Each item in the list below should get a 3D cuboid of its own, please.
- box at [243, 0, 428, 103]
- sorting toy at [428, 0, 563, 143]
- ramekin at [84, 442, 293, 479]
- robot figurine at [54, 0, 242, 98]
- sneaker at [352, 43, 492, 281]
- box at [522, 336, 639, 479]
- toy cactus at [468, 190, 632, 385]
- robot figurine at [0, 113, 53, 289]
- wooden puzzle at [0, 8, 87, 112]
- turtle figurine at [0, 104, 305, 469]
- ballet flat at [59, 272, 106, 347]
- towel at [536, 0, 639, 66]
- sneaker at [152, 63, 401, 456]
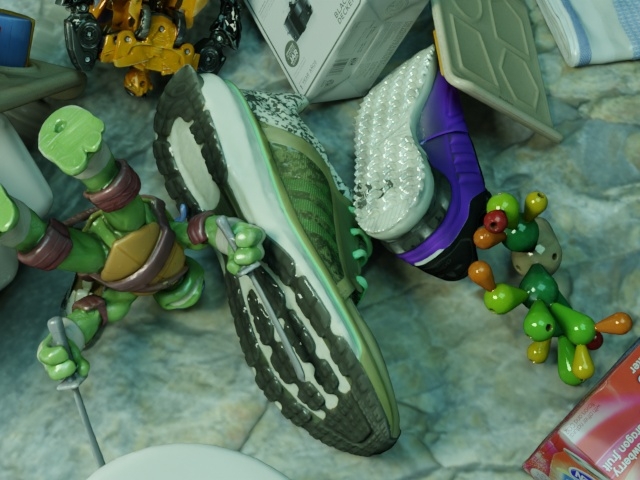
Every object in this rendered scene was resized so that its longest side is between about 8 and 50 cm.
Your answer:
[{"bbox_3d":[-0.017,-0.309,1.167,0.087,0.169,0.290,-13,63,-34],"label":"box"},{"bbox_3d":[0.173,-0.211,1.175,0.193,0.038,0.208,19,50,-44],"label":"sorting toy"},{"bbox_3d":[-0.105,0.290,0.840,0.277,0.135,0.277,12,52,-15],"label":"ramekin"},{"bbox_3d":[-0.161,-0.289,1.112,0.211,0.290,0.085,6,14,-41],"label":"robot figurine"},{"bbox_3d":[0.114,-0.070,1.117,0.146,0.102,0.293,39,37,-26],"label":"sneaker"},{"bbox_3d":[0.323,0.151,1.009,0.257,0.122,0.128,-40,75,-23],"label":"box"},{"bbox_3d":[0.213,0.028,1.050,0.219,0.112,0.180,51,25,-20],"label":"toy cactus"},{"bbox_3d":[-0.404,0.019,0.941,0.353,0.199,0.300,-41,35,-23],"label":"robot figurine"},{"bbox_3d":[-0.397,-0.189,0.980,0.322,0.348,0.080,13,99,0],"label":"wooden puzzle"},{"bbox_3d":[-0.151,0.035,0.915,0.198,0.266,0.274,-14,56,22],"label":"turtle figurine"},{"bbox_3d":[-0.221,0.046,1.041,0.041,0.041,0.114,12,63,-1],"label":"ballet flat"},{"bbox_3d":[0.383,-0.311,1.303,0.285,0.034,0.209,-11,66,-13],"label":"towel"},{"bbox_3d":[0.000,0.000,1.047,0.182,0.158,0.410,-15,70,-33],"label":"sneaker"}]
